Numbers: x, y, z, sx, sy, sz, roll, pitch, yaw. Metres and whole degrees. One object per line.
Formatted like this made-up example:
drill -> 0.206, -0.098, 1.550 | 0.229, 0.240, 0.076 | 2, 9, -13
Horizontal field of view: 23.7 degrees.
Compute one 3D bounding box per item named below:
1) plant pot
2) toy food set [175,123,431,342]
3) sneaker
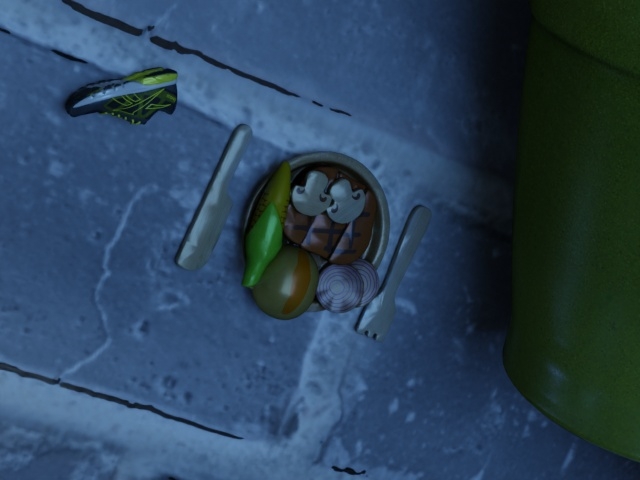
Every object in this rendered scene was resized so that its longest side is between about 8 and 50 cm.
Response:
plant pot -> 0.291, -0.030, 1.127 | 0.366, 0.366, 0.353 | 3, 113, -28
toy food set -> 0.000, 0.000, 1.136 | 0.192, 0.038, 0.132 | 21, 92, -30
sneaker -> -0.133, -0.094, 1.048 | 0.083, 0.031, 0.035 | -17, 111, -22
